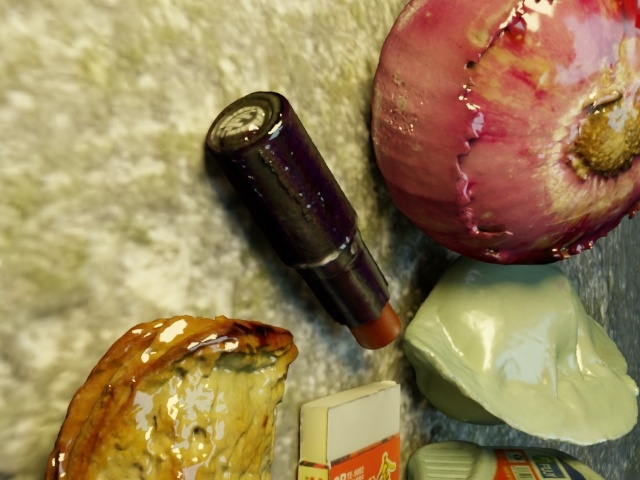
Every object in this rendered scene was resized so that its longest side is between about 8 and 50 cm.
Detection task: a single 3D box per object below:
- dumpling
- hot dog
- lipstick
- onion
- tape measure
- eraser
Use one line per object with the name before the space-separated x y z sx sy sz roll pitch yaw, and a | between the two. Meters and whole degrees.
dumpling | 0.239 0.136 1.001 0.270 0.212 0.320 47 57 -1
hot dog | -0.097 0.176 0.527 0.175 0.114 0.259 22 74 -62
lipstick | 0.000 0.000 0.705 0.299 0.081 0.081 59 44 -40
onion | 0.204 -0.148 0.863 0.358 0.345 0.358 -15 111 -44
tape measure | 0.196 0.310 0.864 0.243 0.246 0.125 -49 142 -83
eraser | 0.031 0.266 0.802 0.157 0.038 0.230 1 90 -59
